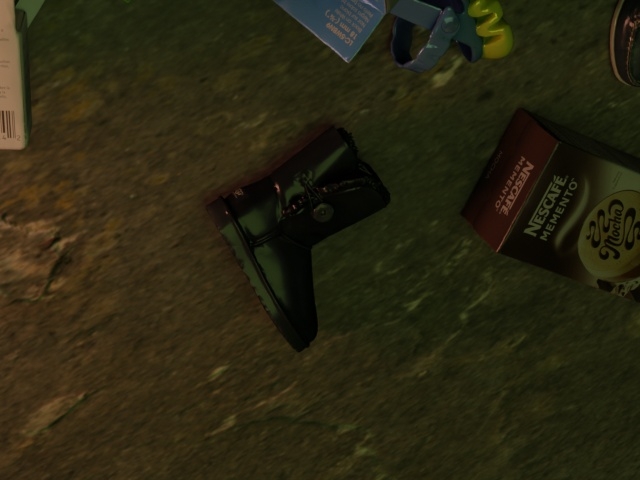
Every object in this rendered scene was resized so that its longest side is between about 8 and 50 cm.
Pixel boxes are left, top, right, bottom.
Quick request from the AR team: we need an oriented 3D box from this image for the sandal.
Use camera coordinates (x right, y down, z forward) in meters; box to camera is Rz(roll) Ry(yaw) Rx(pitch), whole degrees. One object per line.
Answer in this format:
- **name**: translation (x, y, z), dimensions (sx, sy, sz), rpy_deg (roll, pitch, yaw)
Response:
- **sandal**: translation (0.109, -0.312, 1.728), dimensions (0.138, 0.126, 0.317), rpy_deg (-31, 121, 0)

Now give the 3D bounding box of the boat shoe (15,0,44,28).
- **boat shoe**: translation (-0.308, -0.341, 1.554), dimensions (0.105, 0.113, 0.306), rpy_deg (22, 121, -25)

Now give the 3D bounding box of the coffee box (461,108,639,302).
- **coffee box**: translation (0.359, -0.037, 1.965), dimensions (0.297, 0.119, 0.168), rpy_deg (18, 109, -28)

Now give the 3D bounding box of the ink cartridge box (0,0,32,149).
- **ink cartridge box**: translation (-0.452, -0.222, 1.527), dimensions (0.296, 0.066, 0.261), rpy_deg (1, 121, -4)

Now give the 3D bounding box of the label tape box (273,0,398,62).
- **label tape box**: translation (0.036, -0.396, 1.577), dimensions (0.333, 0.241, 0.106), rpy_deg (-51, 156, 8)

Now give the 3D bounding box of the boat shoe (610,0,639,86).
- **boat shoe**: translation (0.442, -0.307, 1.883), dimensions (0.095, 0.079, 0.254), rpy_deg (10, 111, -26)

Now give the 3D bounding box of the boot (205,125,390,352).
- **boot**: translation (0.000, 0.000, 1.856), dimensions (0.207, 0.094, 0.246), rpy_deg (-29, 116, -1)

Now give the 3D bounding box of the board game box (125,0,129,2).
- **board game box**: translation (-0.205, -0.362, 1.621), dimensions (0.092, 0.043, 0.181), rpy_deg (27, 103, -30)
